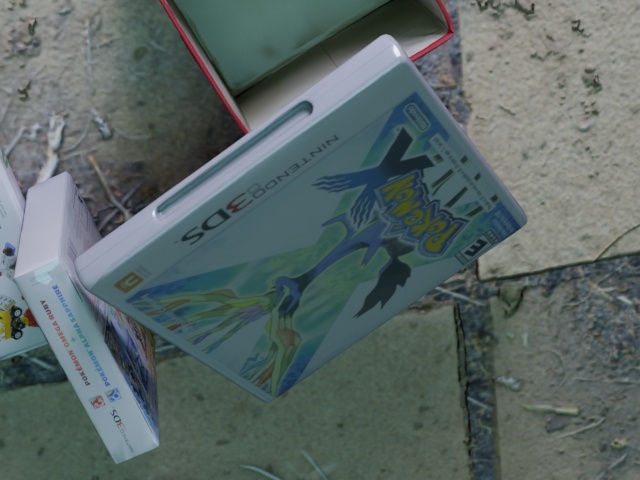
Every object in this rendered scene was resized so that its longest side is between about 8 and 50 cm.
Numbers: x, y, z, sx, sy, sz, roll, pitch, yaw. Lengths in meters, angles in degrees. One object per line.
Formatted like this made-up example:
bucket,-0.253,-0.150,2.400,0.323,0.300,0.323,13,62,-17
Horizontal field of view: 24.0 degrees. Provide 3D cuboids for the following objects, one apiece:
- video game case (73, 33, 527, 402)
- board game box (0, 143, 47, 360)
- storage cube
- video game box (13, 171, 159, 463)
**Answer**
video game case,0.000,0.000,1.256,0.300,0.036,0.329,-35,149,8
board game box,-0.356,-0.024,1.292,0.193,0.053,0.305,-20,113,-2
storage cube,-0.034,-0.214,1.211,0.184,0.193,0.215,-32,114,2
video game box,-0.195,0.060,1.276,0.048,0.205,0.187,-25,112,3
